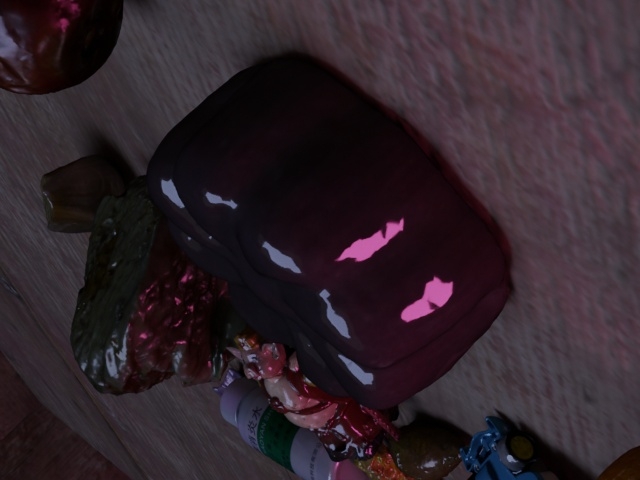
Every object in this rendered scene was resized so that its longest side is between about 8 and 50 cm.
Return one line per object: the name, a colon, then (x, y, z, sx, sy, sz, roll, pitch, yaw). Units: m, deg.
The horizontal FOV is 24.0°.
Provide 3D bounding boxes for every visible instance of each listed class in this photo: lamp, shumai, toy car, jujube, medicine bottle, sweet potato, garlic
lamp: (-0.021, 0.134, 1.625, 0.253, 0.118, 0.118, 47, 163, -27)
shumai: (-0.153, 0.063, 1.657, 0.218, 0.256, 0.189, 31, 144, -34)
toy car: (0.212, 0.254, 1.481, 0.126, 0.098, 0.161, -60, 44, 45)
jujube: (-0.288, -0.241, 1.331, 0.243, 0.183, 0.183, 31, 159, 16)
medicine bottle: (-0.031, 0.251, 1.957, 0.260, 0.095, 0.095, 24, 153, 50)
sweet potato: (0.103, 0.233, 1.681, 0.068, 0.068, 0.226, 48, 164, -10)
garlic: (-0.287, -0.053, 1.830, 0.195, 0.101, 0.087, 145, 111, -78)

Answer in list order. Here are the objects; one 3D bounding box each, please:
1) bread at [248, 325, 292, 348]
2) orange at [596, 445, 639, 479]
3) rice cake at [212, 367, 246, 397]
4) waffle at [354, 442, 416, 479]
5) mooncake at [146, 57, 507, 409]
bread: (-0.068, 0.094, 1.784, 0.094, 0.035, 0.090, 30, 157, 38)
orange: (0.285, 0.245, 1.175, 0.178, 0.155, 0.177, 53, 167, 18)
rice cake: (-0.035, 0.283, 2.101, 0.290, 0.051, 0.081, 40, 162, 12)
waffle: (0.122, 0.305, 1.797, 0.194, 0.051, 0.149, 42, 169, 5)
mooncake: (0.000, 0.000, 1.253, 0.306, 0.154, 0.306, 42, 163, 16)
